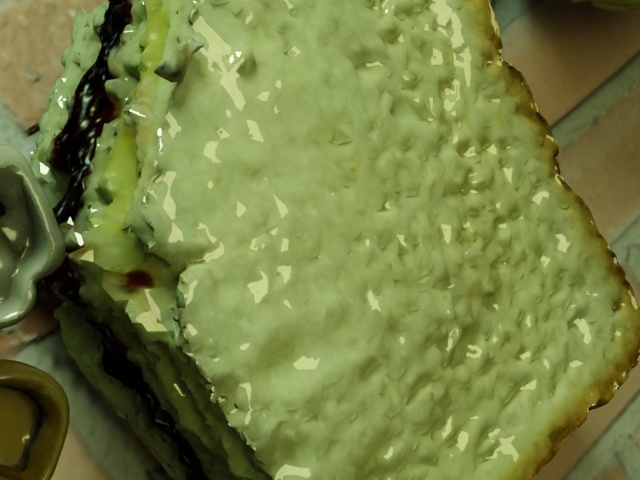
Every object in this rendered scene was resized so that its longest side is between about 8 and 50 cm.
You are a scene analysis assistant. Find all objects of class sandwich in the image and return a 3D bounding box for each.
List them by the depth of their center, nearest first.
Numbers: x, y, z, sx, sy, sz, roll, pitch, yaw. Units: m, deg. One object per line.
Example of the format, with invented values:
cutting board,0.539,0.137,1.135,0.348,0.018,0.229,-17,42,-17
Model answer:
sandwich,0.001,0.000,0.636,0.262,0.131,0.325,-42,109,-32

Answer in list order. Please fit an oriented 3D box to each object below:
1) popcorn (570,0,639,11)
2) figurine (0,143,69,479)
popcorn,0.213,-0.281,0.789,0.293,0.237,0.293,-8,90,-71
figurine,-0.208,0.125,0.457,0.285,0.167,0.343,19,111,-30
